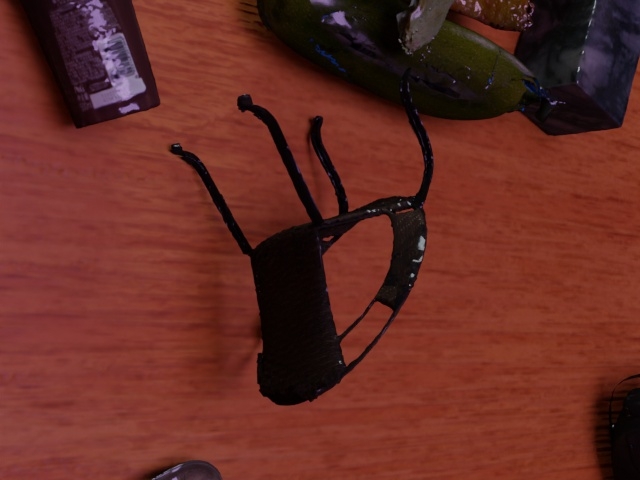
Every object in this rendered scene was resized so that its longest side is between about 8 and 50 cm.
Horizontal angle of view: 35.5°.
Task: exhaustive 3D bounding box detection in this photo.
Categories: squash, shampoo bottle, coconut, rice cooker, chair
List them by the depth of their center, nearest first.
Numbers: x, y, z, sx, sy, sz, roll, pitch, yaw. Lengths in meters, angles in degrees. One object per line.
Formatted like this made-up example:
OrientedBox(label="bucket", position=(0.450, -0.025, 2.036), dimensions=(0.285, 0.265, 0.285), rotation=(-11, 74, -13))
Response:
OrientedBox(label="shampoo bottle", position=(-0.173, -0.190, 0.641), dimensions=(0.068, 0.067, 0.237), rotation=(-31, 108, -47))
OrientedBox(label="chair", position=(0.000, 0.000, 0.715), dimensions=(0.149, 0.174, 0.213), rotation=(-10, 84, -36))
OrientedBox(label="coconut", position=(0.060, -0.232, 0.747), dimensions=(0.158, 0.055, 0.133), rotation=(45, 58, -24))
OrientedBox(label="squash", position=(0.081, -0.155, 0.837), dimensions=(0.331, 0.087, 0.087), rotation=(14, 79, -37))
OrientedBox(label="rice cooker", position=(0.380, 0.227, 1.040), dimensions=(0.118, 0.142, 0.203), rotation=(-29, 107, -50))

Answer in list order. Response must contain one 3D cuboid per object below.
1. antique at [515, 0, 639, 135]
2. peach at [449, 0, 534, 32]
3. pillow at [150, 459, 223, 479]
OrientedBox(label="antique", position=(0.260, -0.206, 0.989), dimensions=(0.086, 0.088, 0.183), rotation=(31, 69, -36))
OrientedBox(label="peach", position=(0.086, -0.283, 0.857), dimensions=(0.279, 0.068, 0.189), rotation=(51, 57, -22))
OrientedBox(label="pillow", position=(-0.145, 0.236, 0.665), dimensions=(0.217, 0.033, 0.130), rotation=(-16, 102, -40))
